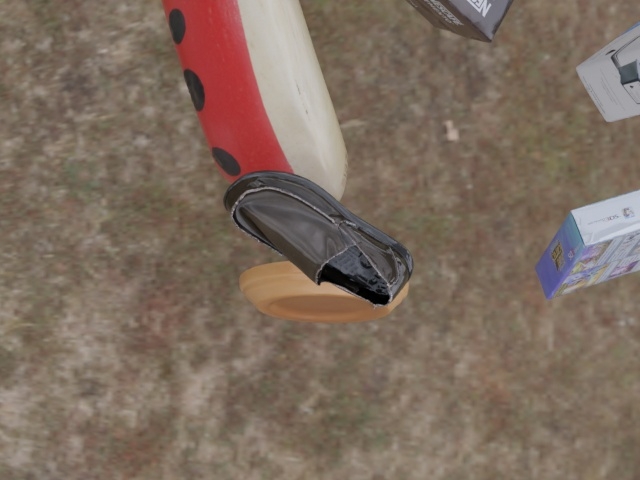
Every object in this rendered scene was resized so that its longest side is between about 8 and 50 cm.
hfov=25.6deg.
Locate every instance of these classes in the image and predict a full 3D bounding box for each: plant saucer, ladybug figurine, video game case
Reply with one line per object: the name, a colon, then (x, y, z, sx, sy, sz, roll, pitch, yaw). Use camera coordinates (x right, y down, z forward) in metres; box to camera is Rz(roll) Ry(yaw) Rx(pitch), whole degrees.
plant saucer: (0.003, 0.064, 1.653, 0.200, 0.200, 0.037, 15, 69, -39)
ladybug figurine: (-0.091, -0.232, 1.749, 0.162, 0.305, 0.449, -18, 81, 1)
video game case: (0.452, -0.011, 2.028, 0.244, 0.269, 0.061, -18, 74, -8)

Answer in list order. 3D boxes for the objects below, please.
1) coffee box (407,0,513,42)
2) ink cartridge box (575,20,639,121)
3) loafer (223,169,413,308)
coffee box: (0.221, -0.445, 1.928, 0.168, 0.119, 0.297, 33, 84, -44)
ink cartridge box: (0.393, -0.207, 1.543, 0.140, 0.191, 0.082, -36, 97, -17)
loafer: (0.000, 0.000, 1.470, 0.220, 0.080, 0.078, 25, 31, -10)
